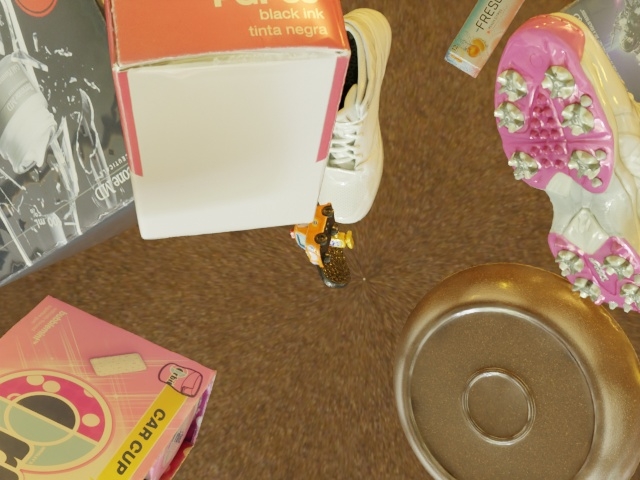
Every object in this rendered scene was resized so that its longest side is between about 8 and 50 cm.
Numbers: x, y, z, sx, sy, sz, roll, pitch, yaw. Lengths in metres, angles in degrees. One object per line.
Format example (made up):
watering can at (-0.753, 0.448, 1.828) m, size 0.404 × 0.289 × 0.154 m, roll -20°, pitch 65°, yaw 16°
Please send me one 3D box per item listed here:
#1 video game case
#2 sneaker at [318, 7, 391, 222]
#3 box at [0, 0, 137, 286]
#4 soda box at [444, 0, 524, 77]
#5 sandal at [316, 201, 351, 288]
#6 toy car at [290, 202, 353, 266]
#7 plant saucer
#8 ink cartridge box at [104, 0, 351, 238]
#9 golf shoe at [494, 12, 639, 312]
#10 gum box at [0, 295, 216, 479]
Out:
video game case at (0.491, -0.320, 1.337) m, size 0.274 × 0.026 × 0.196 m, roll -34°, pitch 67°, yaw 32°
sneaker at (0.022, -0.149, 1.245) m, size 0.108 × 0.169 × 0.292 m, roll 8°, pitch 107°, yaw 14°
box at (-0.245, -0.164, 0.934) m, size 0.343 × 0.179 × 0.312 m, roll -26°, pitch 93°, yaw 41°
soda box at (0.268, -0.351, 1.508) m, size 0.063 × 0.058 × 0.183 m, roll 32°, pitch 86°, yaw 3°
sandal at (0.000, 0.000, 1.464) m, size 0.067 × 0.040 × 0.179 m, roll 4°, pitch 56°, yaw -27°
toy car at (0.000, 0.005, 0.926) m, size 0.040 × 0.122 × 0.060 m, roll 6°, pitch 74°, yaw 13°
plant saucer at (0.209, 0.182, 1.088) m, size 0.310 × 0.050 × 0.311 m, roll 6°, pitch 102°, yaw 32°
ink cartridge box at (-0.071, -0.171, 0.579) m, size 0.117 × 0.207 × 0.283 m, roll -6°, pitch 68°, yaw -8°
golf shoe at (0.241, -0.078, 0.814) m, size 0.140 × 0.115 × 0.306 m, roll -47°, pitch 131°, yaw -22°
gum box at (-0.141, 0.116, 0.469) m, size 0.107 × 0.188 × 0.062 m, roll 24°, pitch 122°, yaw 7°
